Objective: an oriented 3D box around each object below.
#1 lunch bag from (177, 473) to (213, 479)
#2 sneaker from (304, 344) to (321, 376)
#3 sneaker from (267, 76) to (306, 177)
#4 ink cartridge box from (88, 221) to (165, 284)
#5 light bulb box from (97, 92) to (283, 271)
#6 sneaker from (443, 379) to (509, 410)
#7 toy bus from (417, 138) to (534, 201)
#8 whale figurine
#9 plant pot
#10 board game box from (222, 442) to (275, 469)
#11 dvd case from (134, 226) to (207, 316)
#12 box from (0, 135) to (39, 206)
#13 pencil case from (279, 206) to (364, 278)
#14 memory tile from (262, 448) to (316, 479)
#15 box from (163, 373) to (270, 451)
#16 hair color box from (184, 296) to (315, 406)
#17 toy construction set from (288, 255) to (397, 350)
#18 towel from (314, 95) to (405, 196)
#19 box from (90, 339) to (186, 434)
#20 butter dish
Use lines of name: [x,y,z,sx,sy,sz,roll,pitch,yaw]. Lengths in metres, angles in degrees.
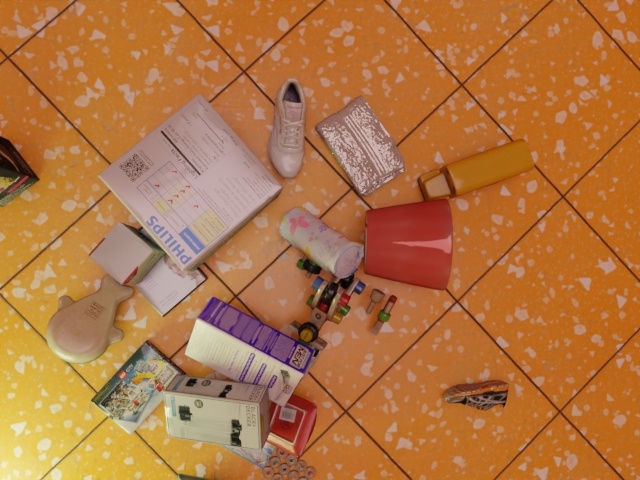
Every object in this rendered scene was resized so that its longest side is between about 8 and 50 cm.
lunch bag: [-0.317,0.833,1.610,0.262,0.160,0.223,19,83,-16]
sneaker: [-0.042,0.369,1.697,0.054,0.061,0.152,32,87,-6]
sneaker: [-0.101,-0.344,1.666,0.114,0.152,0.305,0,90,-8]
ink cartridge box: [-0.548,0.040,1.577,0.127,0.176,0.128,40,84,0]
light bulb box: [-0.361,-0.154,1.589,0.361,0.225,0.358,-41,92,-8]
sneaker: [0.495,0.497,1.735,0.215,0.084,0.083,-4,94,-7]
toy bus: [0.483,-0.210,1.728,0.333,0.130,0.108,-19,90,-6]
whale figurine: [-0.672,0.234,1.621,0.216,0.141,0.272,32,61,-4]
plant pot: [0.254,0.008,1.651,0.243,0.275,0.274,2,88,5]
board game box: [-0.214,0.616,1.689,0.154,0.026,0.103,31,86,-4]
dvd case: [-0.494,0.081,1.680,0.180,0.022,0.253,-41,92,-5]
box: [-0.934,-0.206,1.520,0.143,0.270,0.165,-38,92,-6]
pencil case: [0.000,0.000,1.617,0.124,0.113,0.273,-46,51,-15]
memory tile: [-0.097,0.720,1.704,0.148,0.012,0.113,37,86,-4]
box: [-0.296,0.495,1.591,0.290,0.087,0.169,5,110,11]
hair color box: [-0.208,0.324,1.600,0.339,0.110,0.185,29,130,2]
toy construction set: [0.049,0.223,1.654,0.309,0.257,0.237,23,104,-13]
towel: [0.130,-0.294,1.738,0.187,0.049,0.282,-35,92,-6]
box: [-0.545,0.439,1.653,0.159,0.044,0.233,43,85,-3]
butter dish: [-0.074,0.552,1.665,0.160,0.118,0.159,12,78,34]
